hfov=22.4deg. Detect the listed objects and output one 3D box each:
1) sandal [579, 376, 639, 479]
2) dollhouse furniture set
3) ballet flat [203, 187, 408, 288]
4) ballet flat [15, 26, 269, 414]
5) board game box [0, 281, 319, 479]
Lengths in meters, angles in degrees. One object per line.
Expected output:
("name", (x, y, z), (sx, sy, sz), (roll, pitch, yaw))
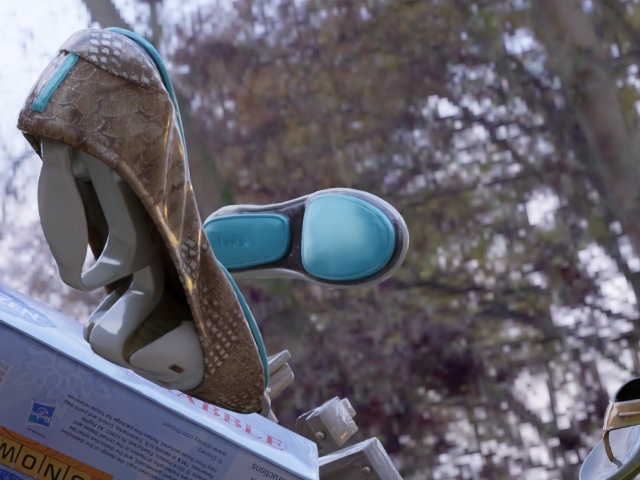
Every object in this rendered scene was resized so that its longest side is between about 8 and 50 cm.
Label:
("sandal", (0.273, 0.136, 1.350), (0.049, 0.072, 0.180), (35, -74, -12))
("dollhouse furniture set", (-0.046, 0.190, 1.349), (0.144, 0.151, 0.123), (-27, 6, 40))
("ballet flat", (0.000, 0.000, 1.377), (0.248, 0.086, 0.086), (4, -14, 45))
("ballet flat", (-0.078, 0.010, 0.667), (0.073, 0.067, 0.206), (15, -43, 38))
("board game box", (-0.213, 0.178, 0.861), (0.318, 0.066, 0.318), (29, -80, -6))
